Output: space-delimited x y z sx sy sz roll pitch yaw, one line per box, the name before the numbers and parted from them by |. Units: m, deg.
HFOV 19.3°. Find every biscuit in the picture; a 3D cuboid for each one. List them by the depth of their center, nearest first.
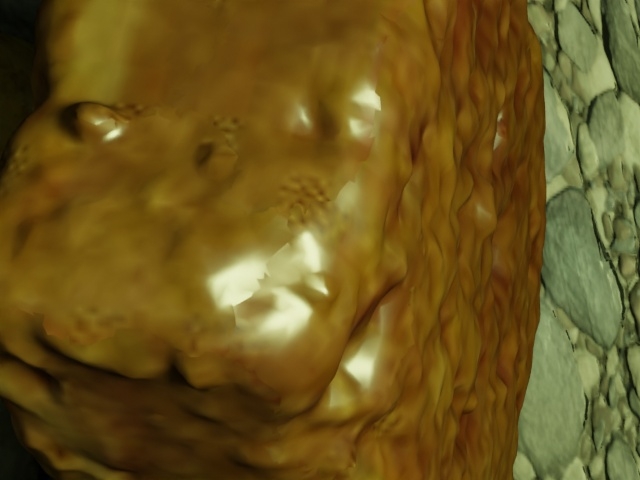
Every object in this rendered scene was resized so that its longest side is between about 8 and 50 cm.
biscuit | 0.000 0.000 0.837 0.395 0.166 0.342 73 25 -55

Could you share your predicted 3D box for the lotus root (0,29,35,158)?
lotus root | -0.145 -0.026 0.838 0.221 0.118 0.125 34 86 -47
